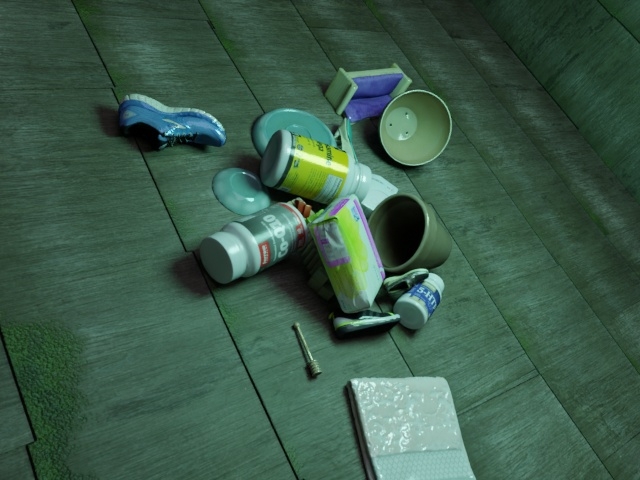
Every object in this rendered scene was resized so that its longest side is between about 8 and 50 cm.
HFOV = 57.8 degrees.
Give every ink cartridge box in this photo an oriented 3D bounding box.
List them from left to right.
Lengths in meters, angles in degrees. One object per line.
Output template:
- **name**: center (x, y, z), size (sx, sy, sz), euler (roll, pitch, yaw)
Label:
- **ink cartridge box**: center (0.149, -0.186, 2.072), size (0.232, 0.066, 0.189), euler (38, 44, -5)

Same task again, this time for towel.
- **towel**: center (0.249, 0.521, 1.575), size (0.332, 0.053, 0.316), euler (7, 52, -28)

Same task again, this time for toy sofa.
- **toy sofa**: center (0.212, -0.605, 2.374), size (0.363, 0.150, 0.177), euler (-19, 66, -40)

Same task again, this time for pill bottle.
- **pill bottle**: center (-0.185, 0.007, 1.634), size (0.283, 0.161, 0.161), euler (-28, 73, -42)
- **pill bottle**: center (-0.011, -0.224, 1.883), size (0.334, 0.188, 0.187), euler (15, 49, -25)
- **pill bottle**: center (0.319, 0.185, 1.841), size (0.112, 0.112, 0.187), euler (43, 45, 4)

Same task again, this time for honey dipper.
- **honey dipper**: center (-0.039, 0.294, 1.591), size (0.031, 0.030, 0.160), euler (-5, 57, -35)

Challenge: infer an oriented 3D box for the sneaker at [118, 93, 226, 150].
- **sneaker**: center (-0.455, -0.330, 1.781), size (0.330, 0.130, 0.147), euler (10, 62, -18)

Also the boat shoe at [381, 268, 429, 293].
- **boat shoe**: center (0.269, 0.132, 1.800), size (0.152, 0.056, 0.049), euler (-18, 42, -2)

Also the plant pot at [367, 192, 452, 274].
- **plant pot**: center (0.310, -0.004, 1.917), size (0.229, 0.263, 0.263), euler (18, 46, -43)

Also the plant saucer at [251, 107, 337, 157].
- **plant saucer**: center (-0.082, -0.359, 2.044), size (0.318, 0.043, 0.317), euler (12, 53, -16)

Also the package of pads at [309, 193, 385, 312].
- **package of pads**: center (0.087, 0.038, 1.694), size (0.296, 0.101, 0.229), euler (68, 24, -14)

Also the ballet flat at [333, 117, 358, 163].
- **ballet flat**: center (0.084, -0.358, 2.151), size (0.086, 0.086, 0.248), euler (13, 48, -24)

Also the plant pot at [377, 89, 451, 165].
- **plant pot**: center (0.347, -0.451, 2.286), size (0.284, 0.284, 0.191), euler (22, 12, -16)

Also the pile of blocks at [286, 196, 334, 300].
- **pile of blocks**: center (0.000, 0.000, 1.790), size (0.149, 0.112, 0.362), euler (-4, 59, -34)

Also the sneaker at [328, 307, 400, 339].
- **sneaker**: center (0.134, 0.224, 1.715), size (0.235, 0.084, 0.097), euler (-2, 56, -33)

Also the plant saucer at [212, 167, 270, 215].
- **plant saucer**: center (-0.241, -0.166, 1.825), size (0.195, 0.037, 0.194), euler (17, 48, -20)
